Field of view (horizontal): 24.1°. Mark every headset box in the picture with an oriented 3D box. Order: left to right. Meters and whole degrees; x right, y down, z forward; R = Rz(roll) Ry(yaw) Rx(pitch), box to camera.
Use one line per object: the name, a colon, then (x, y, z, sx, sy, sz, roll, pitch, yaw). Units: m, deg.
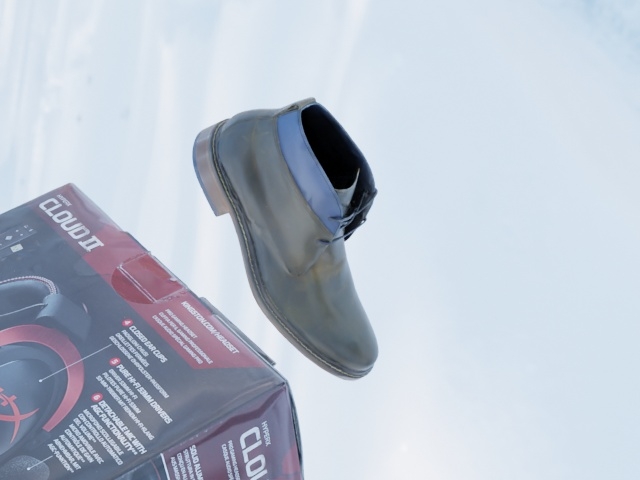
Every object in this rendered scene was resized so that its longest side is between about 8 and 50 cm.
headset box: (-0.162, 0.103, 0.732, 0.218, 0.293, 0.110, 37, 146, 42)

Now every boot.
boot: (0.000, 0.000, 1.076, 0.106, 0.219, 0.082, -23, 14, 44)
